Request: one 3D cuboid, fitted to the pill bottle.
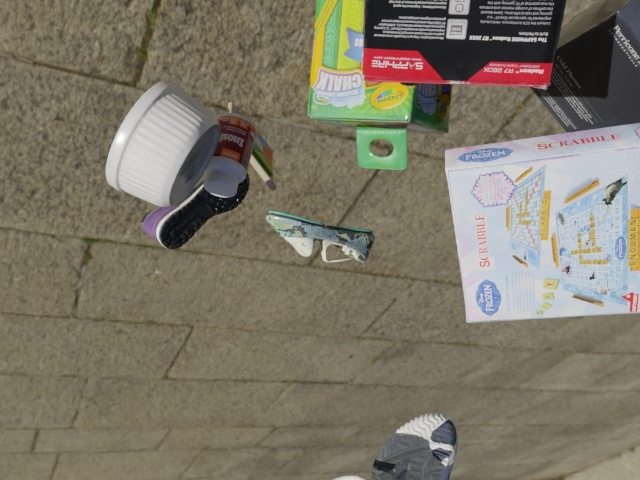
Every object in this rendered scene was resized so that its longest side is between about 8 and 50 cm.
[{"bbox_3d":[-0.179,-0.166,1.141,0.086,0.152,0.086,9,158,4],"label":"pill bottle"}]

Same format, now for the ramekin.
[{"bbox_3d":[-0.258,-0.156,0.995,0.109,0.207,0.207,30,138,-1],"label":"ramekin"}]

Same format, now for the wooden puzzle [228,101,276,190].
[{"bbox_3d":[-0.197,-0.284,1.720,0.044,0.239,0.221,-30,125,11],"label":"wooden puzzle"}]

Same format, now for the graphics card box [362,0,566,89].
[{"bbox_3d":[0.166,-0.364,0.642,0.232,0.094,0.371,5,127,11],"label":"graphics card box"}]

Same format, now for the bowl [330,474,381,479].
[{"bbox_3d":[0.033,0.310,0.629,0.170,0.170,0.080,-17,104,10],"label":"bowl"}]

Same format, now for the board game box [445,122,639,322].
[{"bbox_3d":[0.372,-0.013,0.905,0.318,0.066,0.319,-5,126,15],"label":"board game box"}]

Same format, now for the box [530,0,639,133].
[{"bbox_3d":[0.578,-0.262,1.013,0.179,0.343,0.312,-42,-173,-5],"label":"box"}]

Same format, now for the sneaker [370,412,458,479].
[{"bbox_3d":[0.136,0.339,0.768,0.094,0.235,0.153,17,175,40],"label":"sneaker"}]

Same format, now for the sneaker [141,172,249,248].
[{"bbox_3d":[-0.302,-0.102,1.392,0.283,0.124,0.107,-39,134,-29],"label":"sneaker"}]

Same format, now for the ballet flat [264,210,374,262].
[{"bbox_3d":[0.000,0.000,0.909,0.188,0.070,0.070,10,141,-21],"label":"ballet flat"}]

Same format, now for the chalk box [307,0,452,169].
[{"bbox_3d":[0.101,-0.259,0.922,0.180,0.289,0.179,7,-173,30],"label":"chalk box"}]
